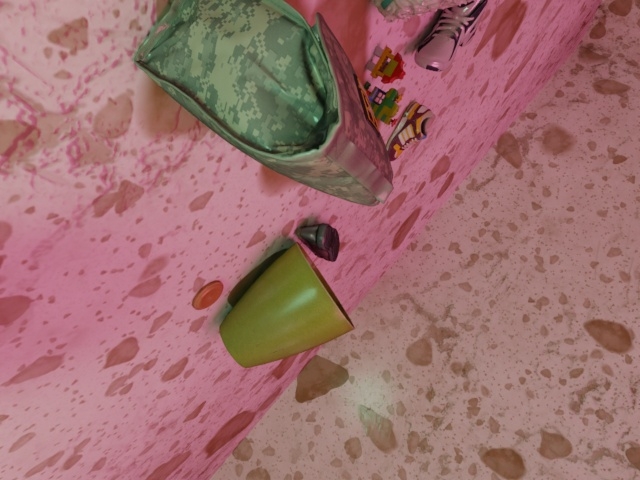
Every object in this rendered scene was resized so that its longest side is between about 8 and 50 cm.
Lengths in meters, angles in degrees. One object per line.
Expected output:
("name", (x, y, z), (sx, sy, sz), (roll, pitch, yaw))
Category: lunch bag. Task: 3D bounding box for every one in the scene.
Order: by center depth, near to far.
("lunch bag", (-0.034, -0.164, 0.501), (0.169, 0.287, 0.235), (-53, 159, 7))

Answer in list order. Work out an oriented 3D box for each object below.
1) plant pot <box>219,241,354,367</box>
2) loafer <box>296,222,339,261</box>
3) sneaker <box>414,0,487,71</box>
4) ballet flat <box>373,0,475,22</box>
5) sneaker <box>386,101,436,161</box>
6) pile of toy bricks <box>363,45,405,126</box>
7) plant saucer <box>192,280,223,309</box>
("plant pot", (-0.107, 0.197, 1.063), (0.293, 0.275, 0.275), (-34, 159, 0))
("loafer", (0.000, 0.000, 1.184), (0.267, 0.084, 0.096), (52, 48, -73))
("sneaker", (0.298, -0.494, 0.904), (0.235, 0.094, 0.153), (-40, 156, -26))
("ballet flat", (0.243, -0.506, 0.767), (0.408, 0.147, 0.147), (-33, 154, -33))
("sneaker", (0.257, -0.299, 1.165), (0.069, 0.084, 0.186), (-26, 148, -48))
("pile of toy bricks", (0.126, -0.290, 0.876), (0.212, 0.105, 0.118), (-58, 158, 21))
("plant saucer", (-0.257, 0.128, 0.929), (0.083, 0.013, 0.083), (-43, 158, -22))
